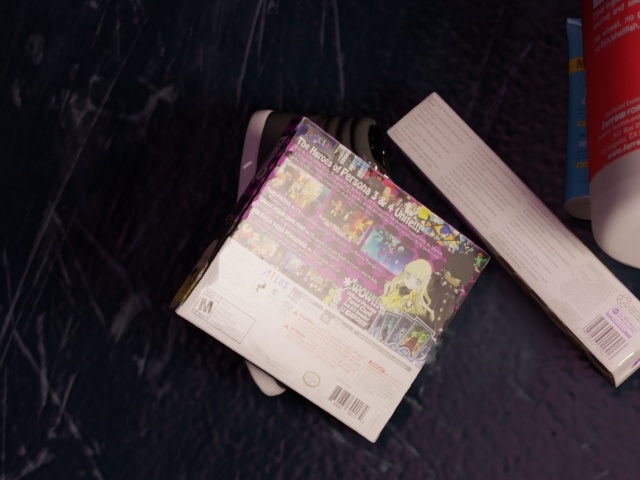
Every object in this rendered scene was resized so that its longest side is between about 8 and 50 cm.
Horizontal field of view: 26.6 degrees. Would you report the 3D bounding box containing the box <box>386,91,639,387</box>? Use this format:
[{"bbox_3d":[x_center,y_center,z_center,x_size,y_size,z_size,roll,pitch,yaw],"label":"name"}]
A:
[{"bbox_3d":[0.188,-0.005,1.261,0.067,0.063,0.324,-41,65,-1],"label":"box"}]

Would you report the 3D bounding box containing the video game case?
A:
[{"bbox_3d":[0.012,0.037,1.235,0.232,0.042,0.210,35,83,-20],"label":"video game case"}]

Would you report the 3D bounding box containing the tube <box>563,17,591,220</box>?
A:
[{"bbox_3d":[0.267,-0.122,1.291,0.080,0.052,0.207,6,67,8],"label":"tube"}]

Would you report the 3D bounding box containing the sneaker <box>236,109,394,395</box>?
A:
[{"bbox_3d":[0.000,0.000,1.294,0.147,0.104,0.295,-6,65,20],"label":"sneaker"}]

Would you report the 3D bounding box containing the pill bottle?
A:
[{"bbox_3d":[0.344,-0.190,1.188,0.229,0.229,0.407,-4,70,16],"label":"pill bottle"}]
